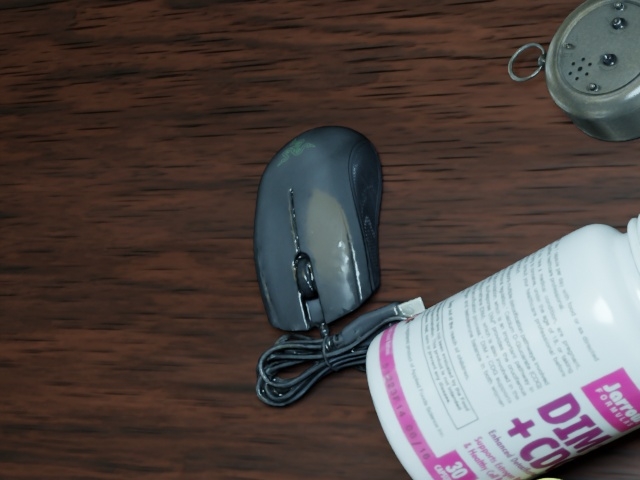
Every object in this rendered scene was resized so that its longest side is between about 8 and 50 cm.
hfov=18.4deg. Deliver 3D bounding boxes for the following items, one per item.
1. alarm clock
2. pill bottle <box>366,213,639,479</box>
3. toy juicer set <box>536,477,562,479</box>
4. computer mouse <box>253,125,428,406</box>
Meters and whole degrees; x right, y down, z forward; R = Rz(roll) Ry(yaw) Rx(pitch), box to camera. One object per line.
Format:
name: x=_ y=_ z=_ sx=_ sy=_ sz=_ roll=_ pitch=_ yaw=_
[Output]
alarm clock: x=0.243 y=-0.156 z=1.717 sx=0.192 sy=0.064 sz=0.129 roll=3 pitch=68 yaw=40
pill bottle: x=0.192 y=0.086 z=1.549 sx=0.283 sy=0.160 sz=0.160 roll=-29 pitch=52 yaw=20
toy juicer set: x=0.290 y=0.247 z=1.436 sx=0.329 sy=0.089 sz=0.209 roll=-18 pitch=56 yaw=27
computer mouse: x=0.000 y=0.000 z=1.796 sx=0.188 sy=0.072 sz=0.272 roll=-23 pitch=54 yaw=26
